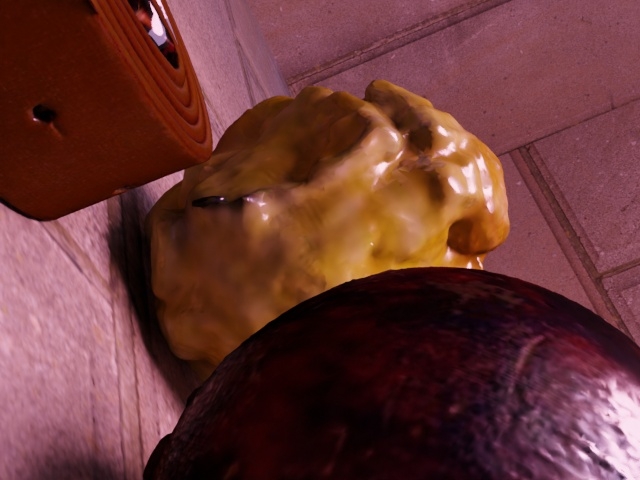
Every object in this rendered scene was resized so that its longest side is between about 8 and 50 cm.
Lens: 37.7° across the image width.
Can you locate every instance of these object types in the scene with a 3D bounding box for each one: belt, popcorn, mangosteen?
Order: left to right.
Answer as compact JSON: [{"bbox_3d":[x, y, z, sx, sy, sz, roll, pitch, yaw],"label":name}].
[{"bbox_3d":[-0.172,-0.168,0.512,0.217,0.122,0.339,-103,170,-49],"label":"belt"},{"bbox_3d":[0.000,0.000,0.732,0.252,0.286,0.215,51,-19,25],"label":"popcorn"},{"bbox_3d":[0.081,0.174,0.440,0.306,0.359,0.306,-50,151,-41],"label":"mangosteen"}]
